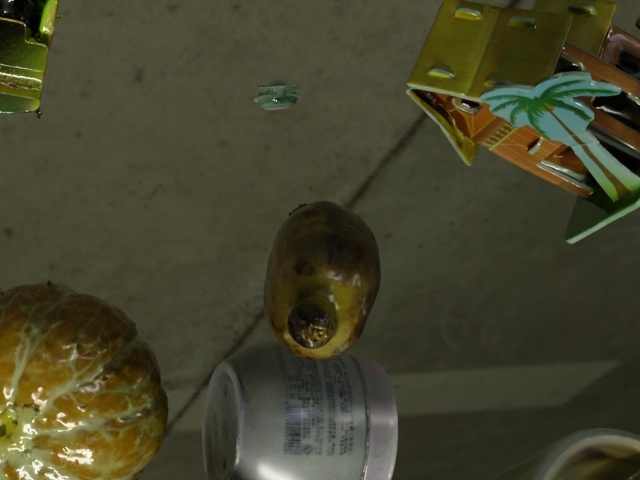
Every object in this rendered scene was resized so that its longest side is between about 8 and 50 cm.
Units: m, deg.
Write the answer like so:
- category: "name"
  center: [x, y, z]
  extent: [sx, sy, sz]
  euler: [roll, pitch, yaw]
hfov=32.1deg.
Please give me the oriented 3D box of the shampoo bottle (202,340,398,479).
- category: "shampoo bottle"
  center: [-0.031, 0.293, 1.714]
  extent: [0.266, 0.273, 0.273]
  euler: [7, 144, -19]

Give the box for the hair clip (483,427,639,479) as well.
- category: "hair clip"
  center: [0.109, 0.185, 0.646]
  extent: [0.172, 0.113, 0.282]
  euler: [-42, 170, 35]

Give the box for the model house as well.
- category: "model house"
  center: [0.301, -0.226, 1.384]
  extent: [0.323, 0.300, 0.340]
  euler: [26, 158, -8]

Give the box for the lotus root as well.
- category: "lotus root"
  center: [0.003, 0.053, 1.367]
  extent: [0.141, 0.314, 0.169]
  euler: [12, 116, -5]

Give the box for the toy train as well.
- category: "toy train"
  center: [-0.323, -0.199, 1.133]
  extent: [0.100, 0.160, 0.296]
  euler: [10, -177, -16]

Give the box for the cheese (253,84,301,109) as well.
- category: "cheese"
  center: [-0.059, -0.202, 1.556]
  extent: [0.067, 0.026, 0.120]
  euler: [-5, 177, -5]

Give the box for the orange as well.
- category: "orange"
  center: [-0.361, 0.213, 1.480]
  extent: [0.329, 0.329, 0.249]
  euler: [-25, -169, 12]
